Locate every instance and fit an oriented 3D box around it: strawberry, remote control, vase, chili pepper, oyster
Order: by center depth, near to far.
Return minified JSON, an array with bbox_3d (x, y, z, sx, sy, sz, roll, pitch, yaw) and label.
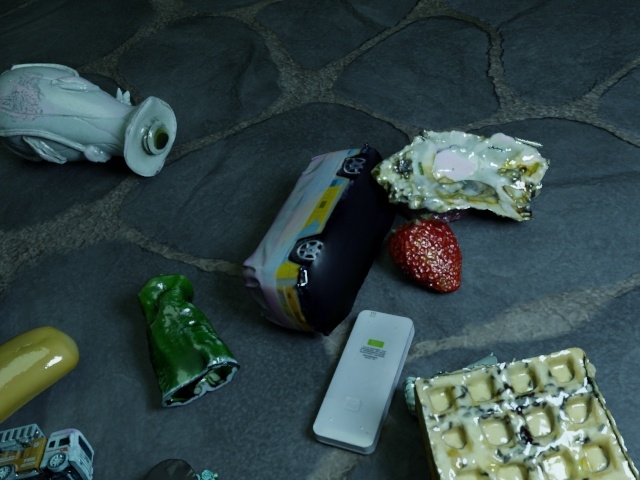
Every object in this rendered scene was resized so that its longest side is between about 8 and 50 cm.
[{"bbox_3d":[0.204,0.228,1.015,0.149,0.081,0.081,-14,45,4],"label":"vase"},{"bbox_3d":[0.075,0.223,1.075,0.103,0.034,0.250,9,49,20],"label":"remote control"},{"bbox_3d":[-0.254,0.156,1.175,0.136,0.099,0.270,-40,52,8],"label":"chili pepper"},{"bbox_3d":[0.196,0.025,1.201,0.131,0.148,0.131,-27,5,3],"label":"strawberry"},{"bbox_3d":[0.267,-0.124,1.274,0.355,0.107,0.201,6,64,-11],"label":"oyster"},{"bbox_3d":[-0.573,-0.286,1.590,0.446,0.249,0.250,14,51,19],"label":"vase"}]

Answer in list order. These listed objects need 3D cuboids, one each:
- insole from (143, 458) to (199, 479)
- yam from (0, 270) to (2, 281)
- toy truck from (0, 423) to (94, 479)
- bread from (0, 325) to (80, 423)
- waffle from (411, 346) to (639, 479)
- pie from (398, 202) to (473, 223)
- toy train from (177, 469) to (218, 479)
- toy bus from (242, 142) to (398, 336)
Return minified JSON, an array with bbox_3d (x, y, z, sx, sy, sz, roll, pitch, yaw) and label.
[{"bbox_3d":[-0.188,0.462,0.895,0.119,0.009,0.348,-21,51,-5],"label":"insole"},{"bbox_3d":[-0.732,0.151,1.218,0.195,0.195,0.300,-5,45,7],"label":"yam"},{"bbox_3d":[-0.449,0.348,1.041,0.178,0.080,0.115,-12,35,3],"label":"toy truck"},{"bbox_3d":[-0.532,0.229,1.140,0.217,0.098,0.147,-42,30,-26],"label":"bread"},{"bbox_3d":[0.278,0.332,0.826,0.261,0.114,0.376,-12,55,4],"label":"waffle"},{"bbox_3d":[0.239,-0.106,1.351,0.183,0.049,0.182,-4,51,4],"label":"pie"},{"bbox_3d":[-0.196,0.379,0.988,0.092,0.029,0.045,-20,53,-9],"label":"toy train"},{"bbox_3d":[0.000,0.000,1.227,0.163,0.171,0.386,-4,41,33],"label":"toy bus"}]
